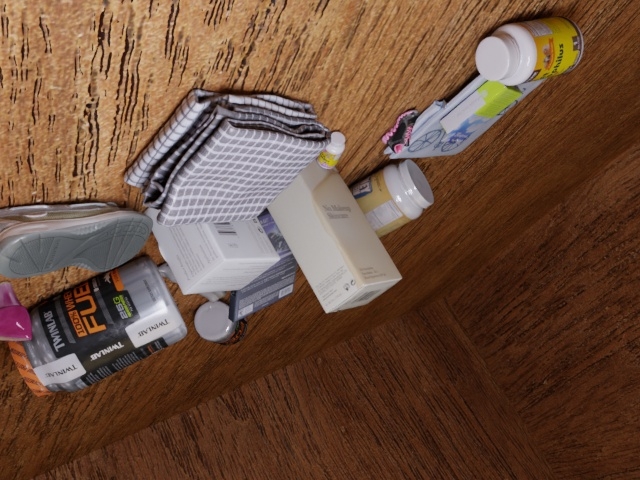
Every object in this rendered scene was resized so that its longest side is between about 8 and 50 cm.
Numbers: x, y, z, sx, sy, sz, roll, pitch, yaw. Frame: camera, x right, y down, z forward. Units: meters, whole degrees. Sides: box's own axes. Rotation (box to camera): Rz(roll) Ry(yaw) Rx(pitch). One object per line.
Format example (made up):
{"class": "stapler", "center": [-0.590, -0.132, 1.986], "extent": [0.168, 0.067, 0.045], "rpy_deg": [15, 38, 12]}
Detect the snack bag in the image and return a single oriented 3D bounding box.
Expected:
{"class": "snack bag", "center": [0.347, -0.301, 1.653], "extent": [0.323, 0.037, 0.342], "rpy_deg": [-10, 155, -50]}

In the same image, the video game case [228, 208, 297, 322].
{"class": "video game case", "center": [-0.120, 0.040, 1.634], "extent": [0.196, 0.026, 0.274], "rpy_deg": [-24, 134, -42]}

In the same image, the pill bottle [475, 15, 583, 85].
{"class": "pill bottle", "center": [0.407, -0.370, 1.405], "extent": [0.215, 0.117, 0.117], "rpy_deg": [-19, 160, -32]}

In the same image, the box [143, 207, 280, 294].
{"class": "box", "center": [-0.201, -0.007, 1.344], "extent": [0.119, 0.181, 0.182], "rpy_deg": [-37, 163, 24]}

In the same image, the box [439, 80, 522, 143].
{"class": "box", "center": [0.341, -0.281, 1.556], "extent": [0.178, 0.042, 0.109], "rpy_deg": [-39, 162, 29]}

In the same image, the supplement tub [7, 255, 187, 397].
{"class": "supplement tub", "center": [-0.450, 0.179, 1.458], "extent": [0.316, 0.193, 0.193], "rpy_deg": [-27, 163, -12]}

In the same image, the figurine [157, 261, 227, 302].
{"class": "figurine", "center": [-0.244, 0.046, 1.628], "extent": [0.215, 0.092, 0.209], "rpy_deg": [-32, 155, 9]}

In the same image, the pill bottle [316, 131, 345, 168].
{"class": "pill bottle", "center": [0.023, -0.183, 1.444], "extent": [0.043, 0.043, 0.083], "rpy_deg": [-21, 161, -26]}

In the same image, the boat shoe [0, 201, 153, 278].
{"class": "boat shoe", "center": [-0.404, -0.014, 1.165], "extent": [0.320, 0.103, 0.118], "rpy_deg": [-13, 139, -58]}

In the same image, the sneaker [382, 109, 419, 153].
{"class": "sneaker", "center": [0.183, -0.232, 1.545], "extent": [0.047, 0.057, 0.119], "rpy_deg": [-15, 157, -35]}

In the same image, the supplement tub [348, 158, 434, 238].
{"class": "supplement tub", "center": [0.155, -0.094, 1.718], "extent": [0.200, 0.144, 0.144], "rpy_deg": [-30, 165, 24]}

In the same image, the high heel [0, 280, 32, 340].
{"class": "high heel", "center": [-0.635, 0.180, 1.283], "extent": [0.244, 0.117, 0.082], "rpy_deg": [-29, 164, -4]}

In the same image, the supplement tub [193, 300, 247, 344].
{"class": "supplement tub", "center": [-0.279, 0.239, 2.056], "extent": [0.117, 0.117, 0.190], "rpy_deg": [-31, 164, 3]}

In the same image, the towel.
{"class": "towel", "center": [-0.143, -0.131, 1.186], "extent": [0.235, 0.121, 0.284], "rpy_deg": [-41, 160, 32]}

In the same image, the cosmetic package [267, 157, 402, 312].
{"class": "cosmetic package", "center": [0.016, -0.018, 1.455], "extent": [0.113, 0.309, 0.160], "rpy_deg": [-39, 162, 29]}
